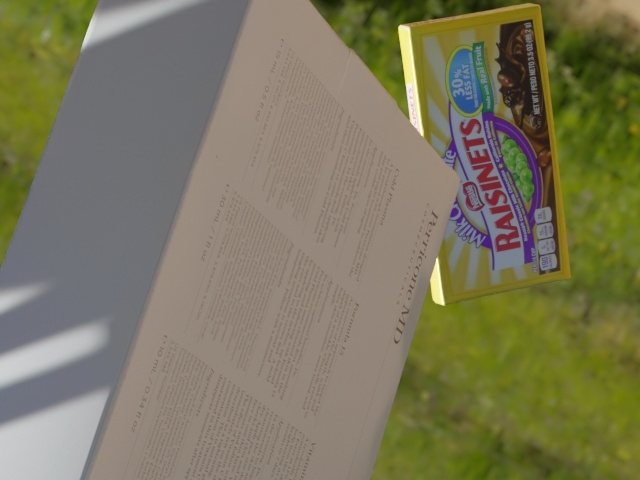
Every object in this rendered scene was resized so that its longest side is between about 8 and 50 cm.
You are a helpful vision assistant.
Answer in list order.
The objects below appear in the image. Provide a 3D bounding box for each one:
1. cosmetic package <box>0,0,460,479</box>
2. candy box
[{"bbox_3d":[-0.062,0.078,1.034,0.097,0.377,0.284,9,162,30],"label":"cosmetic package"},{"bbox_3d":[0.120,-0.062,1.452,0.027,0.105,0.206,-152,52,-72],"label":"candy box"}]
